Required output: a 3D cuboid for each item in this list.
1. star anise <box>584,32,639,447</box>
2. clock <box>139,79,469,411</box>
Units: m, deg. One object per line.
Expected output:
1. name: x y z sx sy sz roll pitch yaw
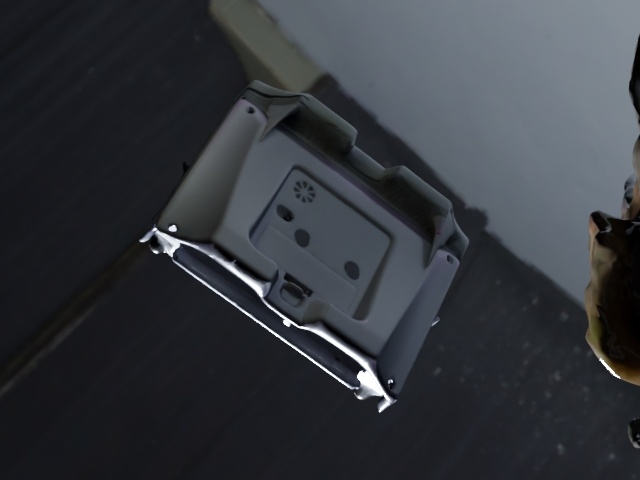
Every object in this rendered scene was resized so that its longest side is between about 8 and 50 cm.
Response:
1. star anise: 0.141 0.014 0.438 0.214 0.099 0.220 -77 -21 -75
2. clock: 0.000 0.000 0.995 0.253 0.186 0.083 36 144 -10
